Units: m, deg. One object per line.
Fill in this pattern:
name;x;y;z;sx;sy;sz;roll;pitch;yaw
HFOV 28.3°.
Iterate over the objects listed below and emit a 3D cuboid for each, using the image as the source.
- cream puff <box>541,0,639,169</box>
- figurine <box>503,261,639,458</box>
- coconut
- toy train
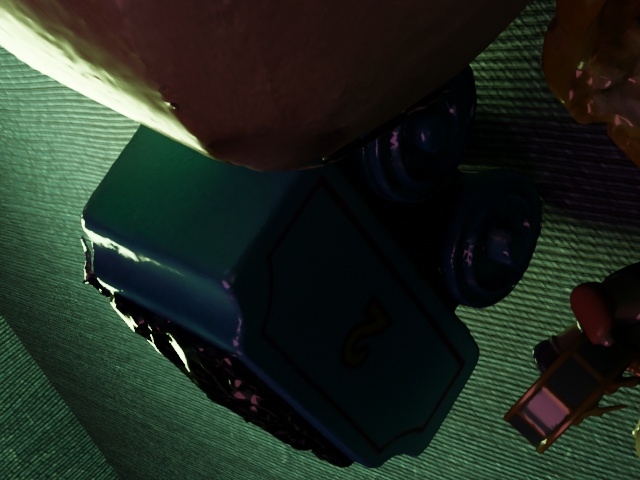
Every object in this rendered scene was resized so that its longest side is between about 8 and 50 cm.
cream puff;0.216;-0.096;0.557;0.221;0.195;0.195;11;138;35
figurine;0.257;0.139;0.823;0.275;0.158;0.161;41;164;16
coconut;-0.031;-0.185;0.632;0.323;0.323;0.323;37;153;22
toy train;0.000;0.000;0.872;0.188;0.265;0.300;23;163;39
